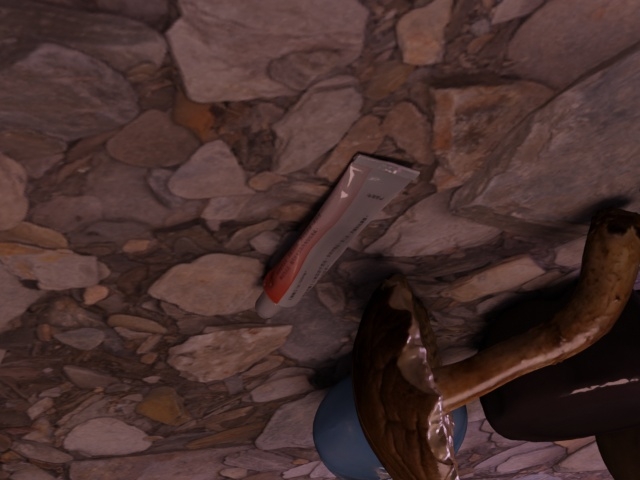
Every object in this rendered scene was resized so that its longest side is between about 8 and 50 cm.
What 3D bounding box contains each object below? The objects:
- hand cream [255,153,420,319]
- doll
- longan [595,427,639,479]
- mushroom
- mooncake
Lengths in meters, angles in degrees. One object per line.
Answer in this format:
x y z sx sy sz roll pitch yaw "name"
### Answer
0.000 0.001 0.849 0.052 0.038 0.216 -18 156 -46 "hand cream"
0.087 0.229 1.165 0.177 0.141 0.314 -18 154 3 "doll"
0.489 0.230 1.238 0.300 0.243 0.300 4 119 7 "longan"
0.154 0.114 0.899 0.208 0.233 0.301 8 146 -46 "mushroom"
0.293 0.142 1.101 0.244 0.133 0.245 -10 151 -6 "mooncake"
